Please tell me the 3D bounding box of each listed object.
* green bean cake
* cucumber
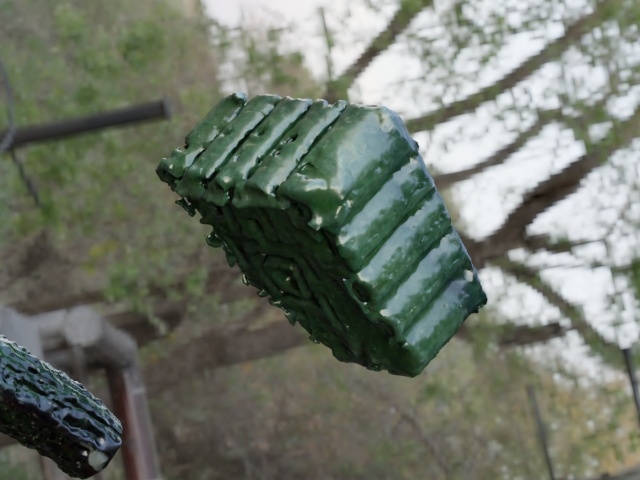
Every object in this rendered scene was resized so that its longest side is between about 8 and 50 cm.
[{"bbox_3d":[0.000,0.000,1.036,0.193,0.107,0.208,5,-43,45],"label":"green bean cake"},{"bbox_3d":[-0.191,0.089,0.846,0.187,0.058,0.058,39,29,-47],"label":"cucumber"}]
